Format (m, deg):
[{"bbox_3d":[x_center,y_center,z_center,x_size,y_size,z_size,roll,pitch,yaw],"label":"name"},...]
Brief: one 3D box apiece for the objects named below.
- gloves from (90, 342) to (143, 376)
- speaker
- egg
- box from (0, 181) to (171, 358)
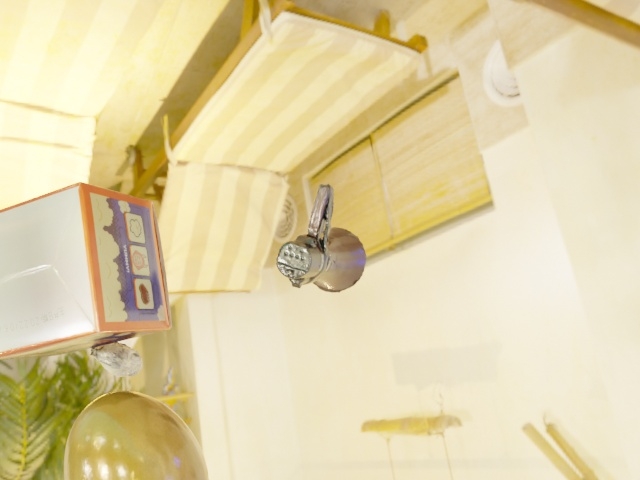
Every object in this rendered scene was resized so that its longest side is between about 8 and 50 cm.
[{"bbox_3d":[-0.519,0.294,1.479,0.114,0.070,0.153,30,173,18],"label":"gloves"},{"bbox_3d":[0.019,0.014,1.569,0.259,0.198,0.329,-50,164,5],"label":"speaker"},{"bbox_3d":[-0.351,0.443,1.112,0.250,0.322,0.250,-25,180,0],"label":"egg"},{"bbox_3d":[-0.561,0.082,1.305,0.349,0.318,0.257,-16,169,18],"label":"box"}]
